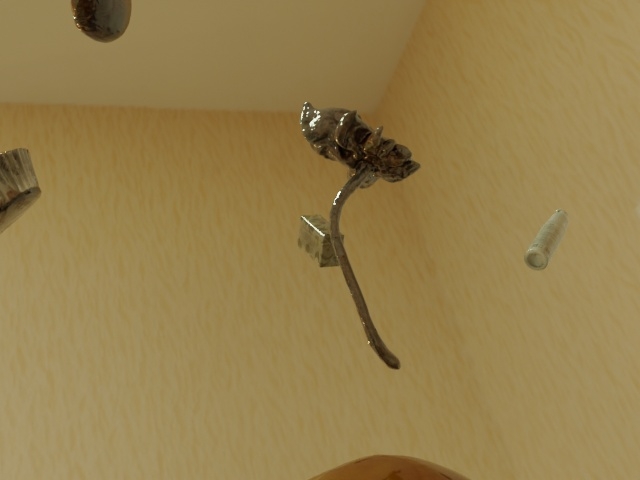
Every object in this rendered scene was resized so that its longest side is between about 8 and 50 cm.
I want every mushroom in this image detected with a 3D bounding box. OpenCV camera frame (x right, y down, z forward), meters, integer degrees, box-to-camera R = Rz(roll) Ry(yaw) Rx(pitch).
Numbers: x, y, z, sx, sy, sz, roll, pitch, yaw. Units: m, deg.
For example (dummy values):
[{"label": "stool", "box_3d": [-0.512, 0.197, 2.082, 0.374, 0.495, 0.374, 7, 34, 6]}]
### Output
[{"label": "mushroom", "box_3d": [-0.279, -0.315, 1.073, 0.052, 0.123, 0.123, 4, -33, 8]}]

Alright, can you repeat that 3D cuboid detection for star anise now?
[{"label": "star anise", "box_3d": [0.033, -0.011, 0.854, 0.218, 0.227, 0.148, 25, -15, 16]}]

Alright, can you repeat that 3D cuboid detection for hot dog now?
[{"label": "hot dog", "box_3d": [-0.362, 0.004, 0.763, 0.253, 0.069, 0.131, -41, 8, -5]}]

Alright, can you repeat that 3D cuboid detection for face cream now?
[{"label": "face cream", "box_3d": [0.319, -0.005, 1.154, 0.130, 0.034, 0.034, -46, -8, -46]}]

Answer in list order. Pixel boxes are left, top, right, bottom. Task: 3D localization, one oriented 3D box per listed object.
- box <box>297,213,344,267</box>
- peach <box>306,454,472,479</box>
[{"label": "box", "box_3d": [0.000, 0.000, 1.379, 0.045, 0.098, 0.062, -3, -68, -28]}, {"label": "peach", "box_3d": [0.050, 0.361, 0.707, 0.343, 0.301, 0.343, -20, -51, -26]}]
